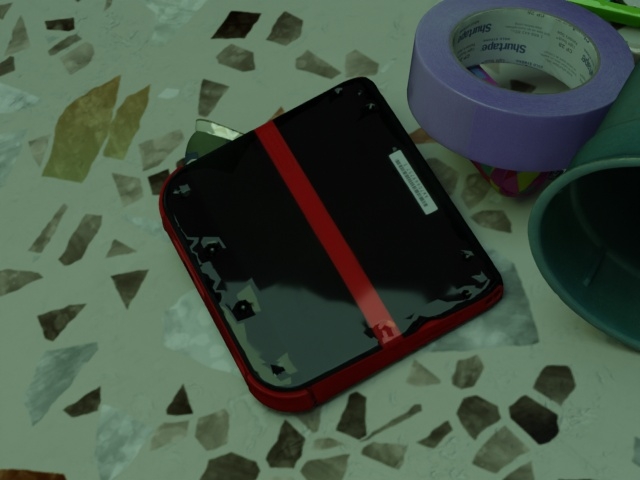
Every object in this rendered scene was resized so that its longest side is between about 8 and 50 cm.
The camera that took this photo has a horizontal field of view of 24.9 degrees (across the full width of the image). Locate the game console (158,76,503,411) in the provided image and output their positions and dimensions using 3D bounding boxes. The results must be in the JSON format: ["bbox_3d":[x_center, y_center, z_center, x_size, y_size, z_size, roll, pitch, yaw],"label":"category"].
[{"bbox_3d":[0.000,0.000,1.871,0.342,0.060,0.386,-27,63,-6],"label":"game console"}]

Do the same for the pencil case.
[{"bbox_3d":[0.219,-0.156,1.904,0.104,0.104,0.236,-35,52,-5],"label":"pencil case"}]

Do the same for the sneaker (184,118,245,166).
[{"bbox_3d":[-0.107,-0.102,2.016,0.192,0.064,0.086,19,80,25],"label":"sneaker"}]

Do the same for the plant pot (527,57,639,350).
[{"bbox_3d":[0.454,-0.087,1.643,0.341,0.341,0.334,12,53,27],"label":"plant pot"}]

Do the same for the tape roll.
[{"bbox_3d":[0.249,-0.206,1.824,0.275,0.090,0.275,4,43,-3],"label":"tape roll"}]

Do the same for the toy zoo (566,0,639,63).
[{"bbox_3d":[0.414,-0.388,2.002,0.192,0.030,0.293,17,71,23],"label":"toy zoo"}]
